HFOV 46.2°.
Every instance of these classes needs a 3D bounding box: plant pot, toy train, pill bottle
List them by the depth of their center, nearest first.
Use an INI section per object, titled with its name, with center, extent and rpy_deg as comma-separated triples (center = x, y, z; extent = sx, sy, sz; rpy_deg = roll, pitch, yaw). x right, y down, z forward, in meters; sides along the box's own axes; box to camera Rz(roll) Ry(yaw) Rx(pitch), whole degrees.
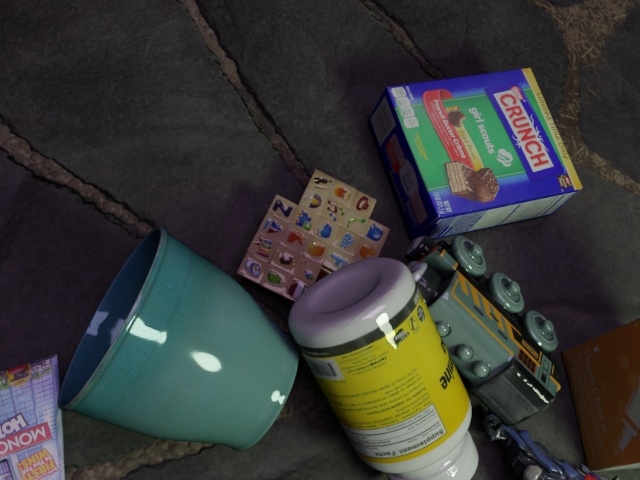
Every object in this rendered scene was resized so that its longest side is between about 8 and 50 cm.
[plant pot]
center = -0.180, 0.157, 1.045
extent = 0.255, 0.271, 0.271
rpy_deg = 30, 62, -20
[pill bottle]
center = 0.104, 0.207, 1.085
extent = 0.188, 0.188, 0.334
rpy_deg = -37, 112, -27
[toy train]
center = 0.254, 0.137, 1.201
extent = 0.334, 0.142, 0.190
rpy_deg = 46, 33, -5

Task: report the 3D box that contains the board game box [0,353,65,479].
[board game box]
center = -0.424, 0.281, 1.017
extent = 0.194, 0.060, 0.194
rpy_deg = -18, 74, -23

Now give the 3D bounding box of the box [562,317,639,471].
[box]
center = 0.567, 0.234, 1.183
extent = 0.168, 0.345, 0.215
rpy_deg = 1, 67, -17

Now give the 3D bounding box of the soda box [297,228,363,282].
[soda box]
center = 0.044, 0.060, 1.254
extent = 0.181, 0.061, 0.058
rpy_deg = 33, 62, -1

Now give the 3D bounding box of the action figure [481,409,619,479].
[action figure]
center = 0.332, 0.439, 1.165
extent = 0.330, 0.178, 0.341
rpy_deg = -18, 45, -29

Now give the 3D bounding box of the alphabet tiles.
[alphabet tiles]
center = 0.000, 0.000, 1.225
extent = 0.198, 0.009, 0.237
rpy_deg = 27, 62, -4

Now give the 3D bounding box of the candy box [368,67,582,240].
[candy box]
center = 0.285, -0.162, 1.388
extent = 0.317, 0.122, 0.268
rpy_deg = -11, 71, -22
